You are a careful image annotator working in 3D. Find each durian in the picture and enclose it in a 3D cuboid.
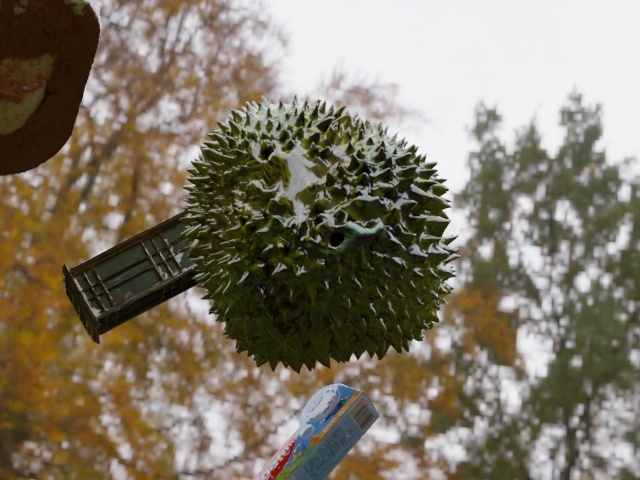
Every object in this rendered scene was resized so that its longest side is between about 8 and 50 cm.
[{"bbox_3d":[0.000,0.001,1.330,0.291,0.291,0.224,21,-6,-15],"label":"durian"}]

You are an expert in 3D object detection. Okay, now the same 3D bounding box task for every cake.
[{"bbox_3d":[-0.359,-0.218,1.657,0.177,0.151,0.283,9,-65,-15],"label":"cake"}]

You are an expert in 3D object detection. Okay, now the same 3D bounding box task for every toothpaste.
[{"bbox_3d":[-0.022,0.248,1.608,0.070,0.193,0.044,12,-38,53],"label":"toothpaste"}]

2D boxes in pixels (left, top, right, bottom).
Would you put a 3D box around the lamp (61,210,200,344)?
[{"bbox_3d":[-0.150,0.006,1.694,0.325,0.090,0.089,-29,-12,-16],"label":"lamp"}]
